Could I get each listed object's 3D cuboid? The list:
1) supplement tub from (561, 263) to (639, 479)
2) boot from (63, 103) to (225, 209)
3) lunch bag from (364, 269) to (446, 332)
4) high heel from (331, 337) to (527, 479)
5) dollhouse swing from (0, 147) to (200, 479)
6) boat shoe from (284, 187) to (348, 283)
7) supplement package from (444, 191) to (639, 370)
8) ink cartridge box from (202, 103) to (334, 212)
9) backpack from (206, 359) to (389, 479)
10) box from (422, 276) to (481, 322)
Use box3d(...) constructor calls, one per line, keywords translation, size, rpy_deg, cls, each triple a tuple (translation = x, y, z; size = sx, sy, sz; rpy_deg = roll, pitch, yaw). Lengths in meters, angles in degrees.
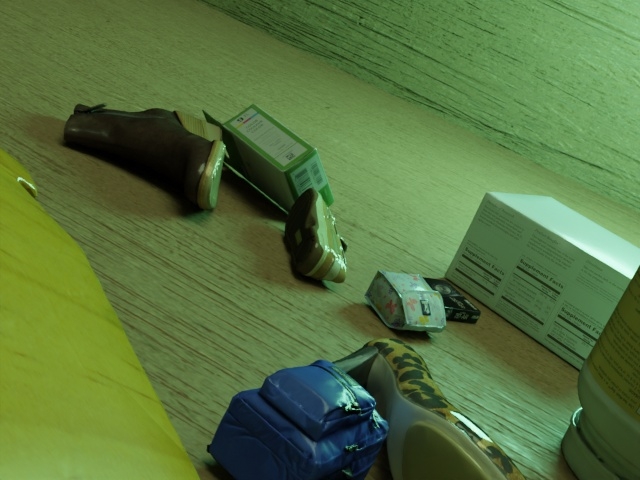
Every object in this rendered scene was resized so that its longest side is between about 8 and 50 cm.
box3d(translation=(0.404, 0.115, 0.910), size=(0.241, 0.331, 0.241), rpy_deg=(21, 19, -7), cls="supplement tub")
box3d(translation=(-0.233, -0.114, 1.220), size=(0.207, 0.090, 0.248), rpy_deg=(7, 23, -10), cls="boot")
box3d(translation=(0.106, 0.076, 1.105), size=(0.071, 0.053, 0.083), rpy_deg=(8, 33, -36), cls="lunch bag")
box3d(translation=(0.118, 0.163, 0.810), size=(0.261, 0.093, 0.186), rpy_deg=(28, 20, 31), cls="high heel")
box3d(translation=(-0.267, 0.104, 0.368), size=(0.347, 0.305, 0.315), rpy_deg=(52, 4, 35), cls="dollhouse swing")
box3d(translation=(0.000, 0.000, 1.188), size=(0.072, 0.068, 0.190), rpy_deg=(30, 25, -19), cls="boat shoe")
box3d(translation=(0.354, 0.055, 1.318), size=(0.262, 0.145, 0.204), rpy_deg=(37, 23, 34), cls="supplement package")
box3d(translation=(-0.076, -0.122, 1.332), size=(0.209, 0.062, 0.109), rpy_deg=(39, -21, 39), cls="ink cartridge box")
box3d(translation=(-0.003, 0.146, 0.705), size=(0.098, 0.101, 0.120), rpy_deg=(41, 21, 28), cls="backpack")
box3d(translation=(0.161, 0.077, 1.220), size=(0.067, 0.018, 0.083), rpy_deg=(10, 22, -35), cls="box")
